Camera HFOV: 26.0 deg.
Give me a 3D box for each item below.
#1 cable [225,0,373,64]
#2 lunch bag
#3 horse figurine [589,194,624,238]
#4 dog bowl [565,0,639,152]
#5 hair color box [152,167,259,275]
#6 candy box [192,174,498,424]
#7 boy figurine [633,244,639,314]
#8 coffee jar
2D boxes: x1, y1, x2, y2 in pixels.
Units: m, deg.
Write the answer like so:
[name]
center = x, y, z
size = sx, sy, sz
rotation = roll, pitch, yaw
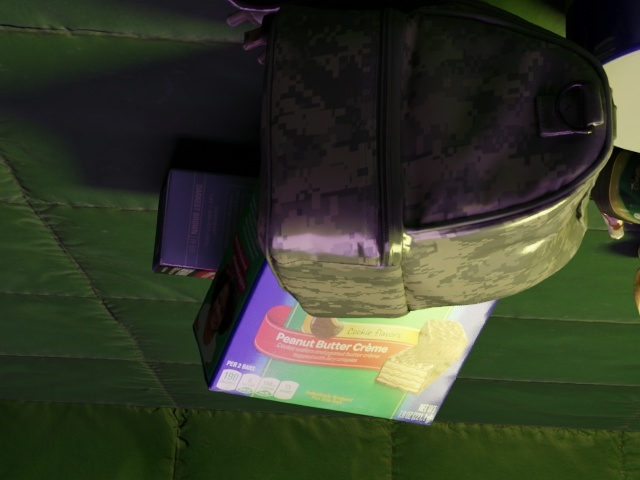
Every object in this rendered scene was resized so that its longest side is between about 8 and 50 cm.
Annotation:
[cable]
center = 0.032, -0.220, 1.082
size = 0.287, 0.072, 0.139
rotation = -19, 138, 25
[lunch bag]
center = 0.094, -0.055, 1.096
size = 0.256, 0.212, 0.305
rotation = 2, 166, 5
[horse figurine]
center = 0.445, -0.013, 1.525
size = 0.263, 0.174, 0.066
rotation = -17, -167, 47
[dog bowl]
center = 0.328, -0.156, 1.100
size = 0.265, 0.104, 0.265
rotation = 3, 163, 1
[hair color box]
center = 0.000, 0.000, 1.610
size = 0.375, 0.113, 0.185
rotation = 6, 175, -9
[candy box]
center = 0.051, 0.019, 1.414
size = 0.268, 0.122, 0.317
rotation = 12, 118, -25
[boy figurine]
center = 0.463, 0.025, 1.698
size = 0.177, 0.092, 0.285
rotation = 7, 160, -21
[coffee jar]
center = 0.370, -0.053, 1.413
size = 0.096, 0.079, 0.184
rotation = 14, 176, -37
